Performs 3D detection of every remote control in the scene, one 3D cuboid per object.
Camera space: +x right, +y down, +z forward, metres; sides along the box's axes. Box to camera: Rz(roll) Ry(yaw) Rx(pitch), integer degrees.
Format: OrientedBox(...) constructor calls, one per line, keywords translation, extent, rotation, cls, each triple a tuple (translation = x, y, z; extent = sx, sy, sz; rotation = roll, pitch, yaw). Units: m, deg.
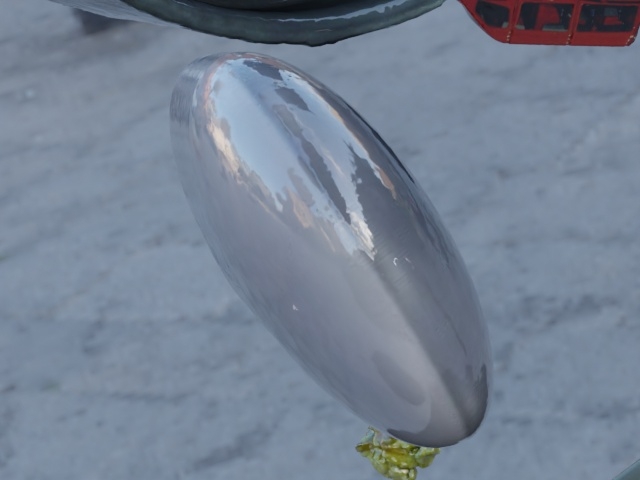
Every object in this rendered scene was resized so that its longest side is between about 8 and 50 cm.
OrientedBox(translation=(0.000, 0.000, 0.944), extent=(0.103, 0.221, 0.332), rotation=(-35, 10, -3), cls="remote control")

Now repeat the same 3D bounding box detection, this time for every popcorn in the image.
OrientedBox(translation=(0.068, 0.160, 1.499), extent=(0.068, 0.059, 0.083), rotation=(-55, 18, -18), cls="popcorn")

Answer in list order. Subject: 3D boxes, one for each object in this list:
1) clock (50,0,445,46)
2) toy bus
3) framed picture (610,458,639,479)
OrientedBox(translation=(-0.025, -0.215, 0.491), extent=(0.067, 0.325, 0.325), rotation=(7, 29, 46), cls="clock")
OrientedBox(translation=(0.170, -0.212, 1.508), extent=(0.195, 0.089, 0.081), rotation=(1, 29, -13), cls="toy bus")
OrientedBox(translation=(0.214, 0.299, 0.940), extent=(0.326, 0.028, 0.446), rotation=(-37, 39, 6), cls="framed picture")
